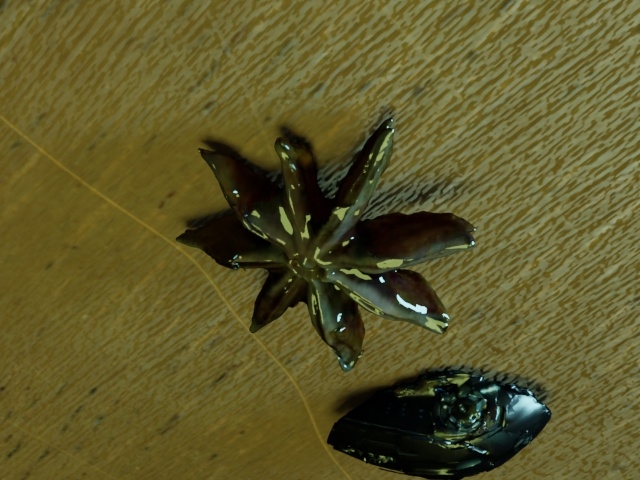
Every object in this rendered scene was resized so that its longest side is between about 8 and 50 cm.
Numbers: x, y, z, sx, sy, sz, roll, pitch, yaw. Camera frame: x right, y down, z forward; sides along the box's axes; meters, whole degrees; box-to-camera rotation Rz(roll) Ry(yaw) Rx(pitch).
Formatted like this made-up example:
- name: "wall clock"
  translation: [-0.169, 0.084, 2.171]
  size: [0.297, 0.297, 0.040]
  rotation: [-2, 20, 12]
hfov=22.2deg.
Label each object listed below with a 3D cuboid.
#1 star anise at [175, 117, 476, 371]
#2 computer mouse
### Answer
- name: "star anise"
  translation: [0.000, -0.001, 1.436]
  size: [0.288, 0.088, 0.288]
  rotation: [10, 134, 11]
- name: "computer mouse"
  translation: [0.122, 0.202, 1.687]
  size: [0.242, 0.077, 0.146]
  rotation: [-10, 138, 19]
